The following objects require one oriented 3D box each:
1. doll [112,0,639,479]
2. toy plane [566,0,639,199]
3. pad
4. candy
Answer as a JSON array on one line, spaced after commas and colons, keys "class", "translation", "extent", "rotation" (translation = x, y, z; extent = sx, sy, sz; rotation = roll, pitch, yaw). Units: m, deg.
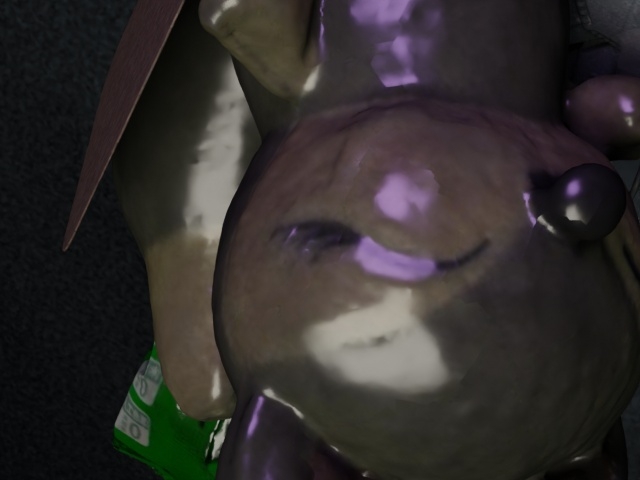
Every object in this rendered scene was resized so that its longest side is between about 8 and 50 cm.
[{"class": "doll", "translation": [0.032, 0.004, 1.004], "extent": [0.252, 0.382, 0.378], "rotation": [4, 166, -13]}, {"class": "toy plane", "translation": [0.183, -0.144, 0.995], "extent": [0.212, 0.088, 0.267], "rotation": [21, 134, 8]}, {"class": "pad", "translation": [-0.081, -0.129, 1.007], "extent": [0.002, 0.176, 0.266], "rotation": [20, 132, -13]}, {"class": "candy", "translation": [-0.062, 0.105, 1.259], "extent": [0.141, 0.078, 0.203], "rotation": [23, 119, 8]}]
